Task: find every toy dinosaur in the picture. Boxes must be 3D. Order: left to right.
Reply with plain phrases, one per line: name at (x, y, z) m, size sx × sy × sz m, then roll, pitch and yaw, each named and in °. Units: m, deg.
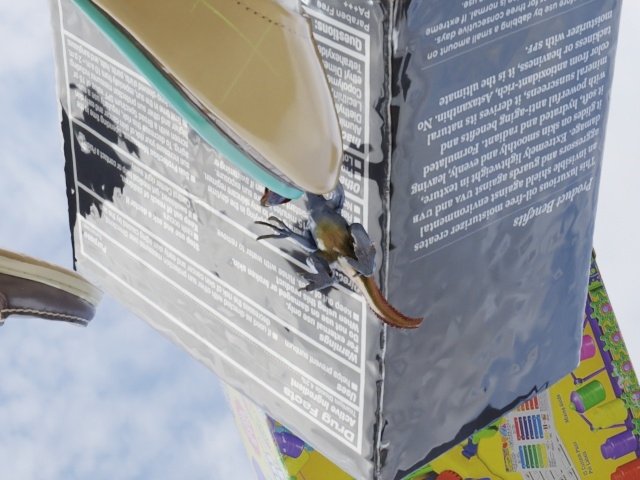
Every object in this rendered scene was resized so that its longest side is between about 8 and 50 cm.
toy dinosaur at (0.000, 0.000, 0.709) m, size 0.047 × 0.090 × 0.082 m, roll -32°, pitch -160°, yaw 5°

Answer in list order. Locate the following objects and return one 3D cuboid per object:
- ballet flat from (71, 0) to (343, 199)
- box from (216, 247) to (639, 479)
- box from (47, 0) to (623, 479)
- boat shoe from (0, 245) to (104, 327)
ballet flat at (-0.061, -0.099, 0.397) m, size 0.073 × 0.232 × 0.080 m, roll -46°, pitch -154°, yaw 10°
box at (0.103, 0.179, 1.208) m, size 0.279 × 0.177 × 0.290 m, roll -21°, pitch -83°, yaw -13°
box at (-0.003, -0.073, 0.879) m, size 0.183 × 0.294 × 0.296 m, roll -25°, pitch -139°, yaw -34°
boat shoe at (-0.289, 0.037, 1.134) m, size 0.103 × 0.285 × 0.092 m, roll 9°, pitch -96°, yaw 45°
